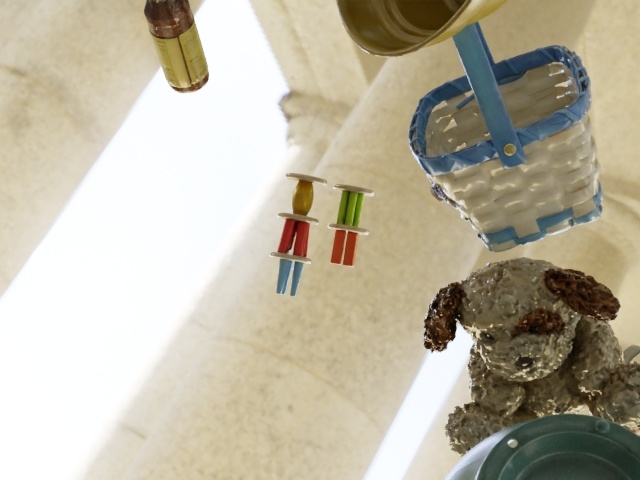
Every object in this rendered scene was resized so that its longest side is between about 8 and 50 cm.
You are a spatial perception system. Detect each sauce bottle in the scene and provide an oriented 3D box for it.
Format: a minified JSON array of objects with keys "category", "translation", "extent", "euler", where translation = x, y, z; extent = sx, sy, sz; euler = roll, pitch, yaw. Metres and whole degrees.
[{"category":"sauce bottle","translation":[-0.125,-0.183,0.904],"extent":[0.042,0.042,0.128],"euler":[21,-33,23]}]

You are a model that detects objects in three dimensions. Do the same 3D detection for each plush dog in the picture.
[{"category":"plush dog","translation":[0.244,0.109,1.198],"extent":[0.262,0.211,0.225],"euler":[-15,-52,24]}]

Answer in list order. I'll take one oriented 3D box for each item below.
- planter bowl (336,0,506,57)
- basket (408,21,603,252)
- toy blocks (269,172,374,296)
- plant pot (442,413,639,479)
[{"category":"planter bowl","translation":[0.111,-0.247,0.879],"extent":[0.090,0.217,0.217],"euler":[10,-8,-35]},{"category":"basket","translation":[0.186,-0.150,1.141],"extent":[0.201,0.255,0.289],"euler":[-16,-69,13]},{"category":"toy blocks","translation":[0.000,0.000,1.320],"extent":[0.123,0.148,0.054],"euler":[12,-2,-26]},{"category":"plant pot","translation":[0.223,0.276,0.951],"extent":[0.293,0.293,0.196],"euler":[22,-32,22]}]
